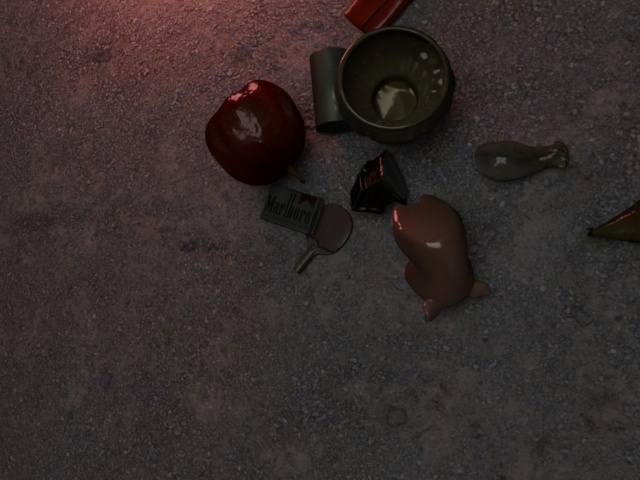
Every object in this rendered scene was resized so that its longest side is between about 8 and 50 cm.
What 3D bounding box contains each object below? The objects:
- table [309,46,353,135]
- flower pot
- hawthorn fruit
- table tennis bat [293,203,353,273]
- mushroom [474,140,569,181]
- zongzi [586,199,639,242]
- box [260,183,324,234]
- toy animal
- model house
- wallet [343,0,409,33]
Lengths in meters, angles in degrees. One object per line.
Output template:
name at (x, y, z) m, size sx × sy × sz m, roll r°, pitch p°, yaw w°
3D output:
table at (0.038, -0.430, 1.726) m, size 0.126 × 0.126 × 0.220 m, roll -8°, pitch 80°, yaw 21°
flower pot at (0.197, -0.388, 1.577) m, size 0.307 × 0.244 × 0.308 m, roll -1°, pitch 83°, yaw 8°
hawthorn fruit at (-0.159, -0.285, 1.733) m, size 0.287 × 0.287 × 0.330 m, roll -44°, pitch 85°, yaw 12°
table tennis bat at (0.000, 0.000, 1.749) m, size 0.131 × 0.022 × 0.234 m, roll 40°, pitch 98°, yaw 22°
mushroom at (0.512, -0.208, 1.526) m, size 0.225 × 0.093 × 0.116 m, roll 1°, pitch 63°, yaw 27°
zongzi at (0.780, -0.095, 1.405) m, size 0.256 × 0.115 × 0.228 m, roll 10°, pitch 84°, yaw 33°
box at (-0.088, -0.094, 1.779) m, size 0.177 × 0.036 × 0.115 m, roll 18°, pitch 87°, yaw 28°
toy animal at (0.287, 0.042, 1.531) m, size 0.195 × 0.256 × 0.213 m, roll -25°, pitch 31°, yaw -9°
model house at (0.149, -0.153, 1.675) m, size 0.152 × 0.106 × 0.165 m, roll -29°, pitch 38°, yaw 28°
wallet at (0.180, -0.701, 1.745) m, size 0.142 × 0.045 × 0.204 m, roll 45°, pitch 101°, yaw 21°
